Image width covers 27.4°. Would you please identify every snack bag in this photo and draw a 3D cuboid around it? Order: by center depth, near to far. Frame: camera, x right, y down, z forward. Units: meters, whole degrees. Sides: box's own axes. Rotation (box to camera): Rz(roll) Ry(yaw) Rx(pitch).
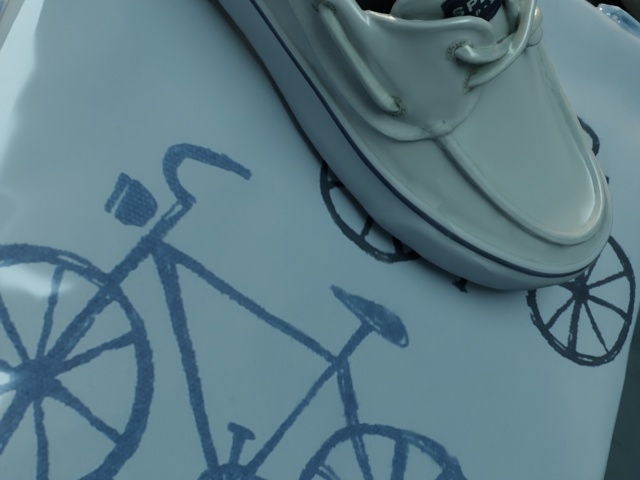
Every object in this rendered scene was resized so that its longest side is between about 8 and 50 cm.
[{"bbox_3d":[0.000,0.000,0.506,0.323,0.037,0.342,28,70,-26],"label":"snack bag"}]

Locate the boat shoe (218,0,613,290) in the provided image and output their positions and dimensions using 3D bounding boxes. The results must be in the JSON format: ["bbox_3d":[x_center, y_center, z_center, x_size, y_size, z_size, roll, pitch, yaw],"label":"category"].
[{"bbox_3d":[0.031,-0.079,0.464,0.258,0.084,0.095,43,63,-20],"label":"boat shoe"}]

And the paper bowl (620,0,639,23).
[{"bbox_3d":[0.254,-0.191,0.697,0.284,0.148,0.284,10,69,-27],"label":"paper bowl"}]
